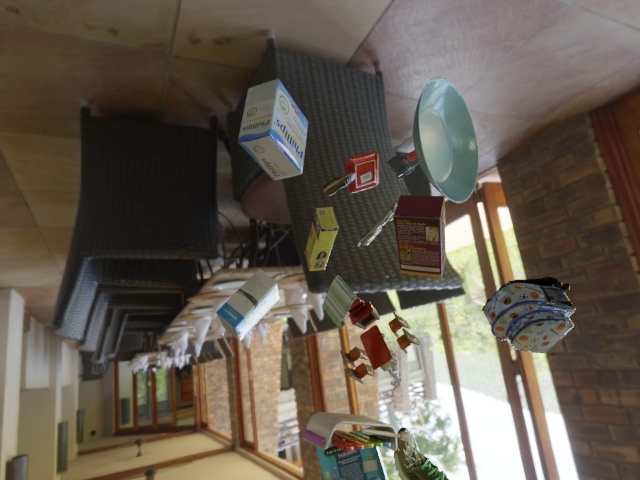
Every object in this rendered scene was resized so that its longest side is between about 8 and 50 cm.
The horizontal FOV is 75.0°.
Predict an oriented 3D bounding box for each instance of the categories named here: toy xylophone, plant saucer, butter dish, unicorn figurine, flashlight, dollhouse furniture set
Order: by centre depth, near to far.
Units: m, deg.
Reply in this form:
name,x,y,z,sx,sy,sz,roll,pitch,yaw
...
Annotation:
name,x,y,z,sx,sy,sz,roll,pitch,yaw
plant saucer,0.191,-0.153,0.656,0.037,0.195,0.194,-6,171,44
toy xylophone,0.116,0.590,1.272,0.322,0.081,0.236,18,164,-26
dollhouse furniture set,0.182,0.344,1.522,0.262,0.259,0.135,-39,131,14
unicorn figurine,0.283,0.505,1.641,0.111,0.162,0.060,38,141,-29
flashlight,0.424,-0.386,1.736,0.304,0.103,0.103,-32,154,14
butter dish,0.162,-0.305,1.803,0.160,0.160,0.118,-20,-148,-23

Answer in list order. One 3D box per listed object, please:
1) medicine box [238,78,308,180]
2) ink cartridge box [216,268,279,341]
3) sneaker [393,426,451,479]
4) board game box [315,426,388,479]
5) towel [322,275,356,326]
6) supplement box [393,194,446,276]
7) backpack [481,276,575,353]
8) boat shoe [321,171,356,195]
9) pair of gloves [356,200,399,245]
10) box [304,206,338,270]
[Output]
name,x,y,z,sx,sy,sz,roll,pitch,yaw
medicine box,-0.181,-0.440,1.687,0.149,0.290,0.263,-9,151,24
ink cartridge box,-0.234,0.215,1.386,0.203,0.085,0.148,-46,160,-24
sneaker,0.416,0.877,1.527,0.182,0.411,0.158,-31,167,28
board game box,0.145,0.979,1.703,0.253,0.336,0.079,-21,143,5
towel,0.063,0.212,1.454,0.023,0.113,0.152,-6,132,-37
supplement box,0.237,-0.009,0.981,0.104,0.081,0.188,5,135,22
backpack,0.741,0.275,1.511,0.263,0.213,0.277,13,125,-6
boat shoe,0.073,-0.239,1.689,0.152,0.049,0.056,-31,146,-9
pair of gloves,0.247,-0.069,1.663,0.204,0.042,0.240,-47,178,42
box,0.000,0.000,1.337,0.058,0.087,0.232,-5,145,-16
